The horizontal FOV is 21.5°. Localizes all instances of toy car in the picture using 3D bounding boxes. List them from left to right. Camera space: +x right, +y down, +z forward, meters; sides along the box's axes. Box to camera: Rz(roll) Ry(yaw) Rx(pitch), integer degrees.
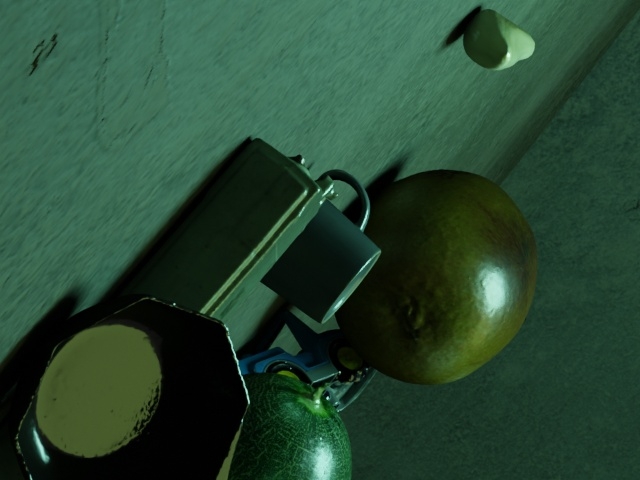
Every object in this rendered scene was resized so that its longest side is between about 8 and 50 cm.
[{"bbox_3d":[-0.038,0.130,1.610,0.191,0.100,0.097,-16,151,-42],"label":"toy car"}]

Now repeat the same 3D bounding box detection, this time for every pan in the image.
[{"bbox_3d":[-0.095,0.119,0.895,0.128,0.202,0.048,-26,-152,-22],"label":"pan"}]

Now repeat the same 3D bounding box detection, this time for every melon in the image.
[{"bbox_3d":[-0.074,0.224,1.454,0.288,0.182,0.182,-58,171,23],"label":"melon"}]

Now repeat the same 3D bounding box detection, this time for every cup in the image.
[{"bbox_3d":[0.000,0.000,1.184,0.100,0.077,0.078,-51,173,-5],"label":"cup"}]

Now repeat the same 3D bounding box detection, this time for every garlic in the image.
[{"bbox_3d":[0.142,-0.161,1.354,0.083,0.053,0.041,-21,136,-62],"label":"garlic"}]

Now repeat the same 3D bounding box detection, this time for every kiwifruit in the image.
[{"bbox_3d":[0.111,0.029,1.597,0.196,0.196,0.234,-55,175,32],"label":"kiwifruit"}]

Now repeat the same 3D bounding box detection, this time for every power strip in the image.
[{"bbox_3d":[-0.095,0.053,0.954,0.272,0.052,0.078,-49,173,-9],"label":"power strip"}]
